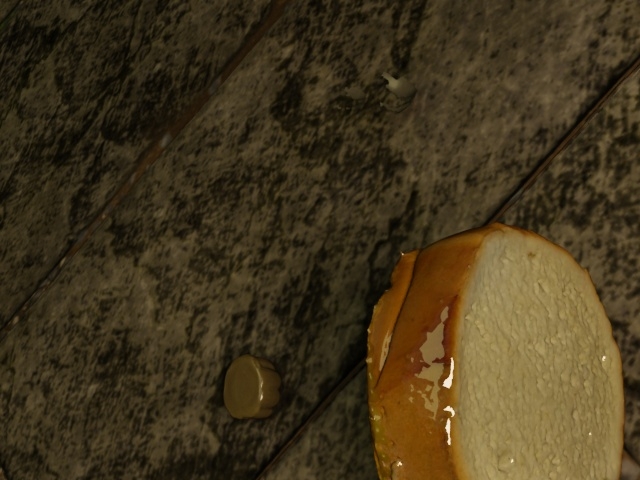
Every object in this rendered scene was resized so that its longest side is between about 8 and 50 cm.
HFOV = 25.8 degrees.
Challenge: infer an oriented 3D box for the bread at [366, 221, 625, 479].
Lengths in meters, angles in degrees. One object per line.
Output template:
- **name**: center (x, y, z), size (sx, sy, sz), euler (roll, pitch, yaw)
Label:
- **bread**: center (0.120, 0.103, 0.922), size (0.070, 0.236, 0.236), euler (-8, 58, 41)

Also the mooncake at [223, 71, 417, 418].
- **mooncake**: center (-0.006, -0.006, 1.268), size (0.150, 0.057, 0.347), euler (36, 88, 39)
